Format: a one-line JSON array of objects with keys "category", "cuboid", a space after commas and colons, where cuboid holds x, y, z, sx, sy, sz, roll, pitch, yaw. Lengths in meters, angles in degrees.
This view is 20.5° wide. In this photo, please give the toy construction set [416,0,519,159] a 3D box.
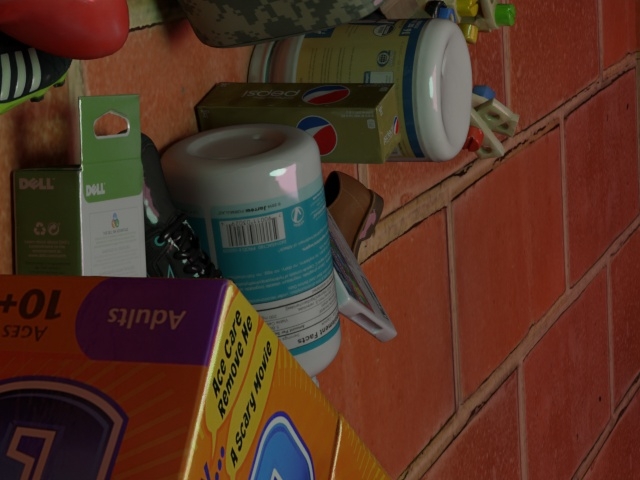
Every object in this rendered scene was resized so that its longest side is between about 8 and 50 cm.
[{"category": "toy construction set", "cuboid": [0.163, -0.260, 2.192, 0.215, 0.151, 0.327, 65, 22, -49]}]

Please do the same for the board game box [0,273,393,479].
[{"category": "board game box", "cuboid": [-0.183, 0.252, 1.007, 0.356, 0.356, 0.356, 56, 40, -56]}]

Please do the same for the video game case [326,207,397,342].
[{"category": "video game case", "cuboid": [0.000, 0.000, 1.771, 0.201, 0.023, 0.183, 61, 8, 20]}]

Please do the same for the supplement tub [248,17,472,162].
[{"category": "supplement tub", "cuboid": [0.041, -0.151, 1.784, 0.144, 0.200, 0.144, 1, 90, -70]}]

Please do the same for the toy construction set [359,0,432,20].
[{"category": "toy construction set", "cuboid": [0.136, -0.310, 1.890, 0.257, 0.309, 0.237, -64, 153, -21]}]

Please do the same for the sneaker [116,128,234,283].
[{"category": "sneaker", "cuboid": [-0.121, 0.029, 1.507, 0.101, 0.106, 0.267, -51, 136, -55]}]

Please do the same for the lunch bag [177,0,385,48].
[{"category": "lunch bag", "cuboid": [-0.039, -0.352, 1.578, 0.256, 0.213, 0.305, 62, 34, -29]}]

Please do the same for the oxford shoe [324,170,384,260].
[{"category": "oxford shoe", "cuboid": [-0.002, 0.017, 1.894, 0.076, 0.076, 0.212, 39, 51, -26]}]

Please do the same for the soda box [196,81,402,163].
[{"category": "soda box", "cuboid": [-0.020, -0.110, 1.652, 0.061, 0.181, 0.058, -54, 140, -55]}]

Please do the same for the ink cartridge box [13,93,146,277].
[{"category": "ink cartridge box", "cuboid": [-0.188, -0.009, 1.389, 0.109, 0.062, 0.209, -14, 104, -68]}]

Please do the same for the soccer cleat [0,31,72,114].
[{"category": "soccer cleat", "cuboid": [-0.233, -0.129, 1.275, 0.179, 0.060, 0.072, -50, 133, -55]}]

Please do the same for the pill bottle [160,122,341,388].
[{"category": "pill bottle", "cuboid": [-0.060, 0.036, 1.609, 0.146, 0.146, 0.264, -47, 134, -60]}]

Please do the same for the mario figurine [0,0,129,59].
[{"category": "mario figurine", "cuboid": [-0.185, -0.283, 1.221, 0.198, 0.170, 0.320, -74, 153, -68]}]
